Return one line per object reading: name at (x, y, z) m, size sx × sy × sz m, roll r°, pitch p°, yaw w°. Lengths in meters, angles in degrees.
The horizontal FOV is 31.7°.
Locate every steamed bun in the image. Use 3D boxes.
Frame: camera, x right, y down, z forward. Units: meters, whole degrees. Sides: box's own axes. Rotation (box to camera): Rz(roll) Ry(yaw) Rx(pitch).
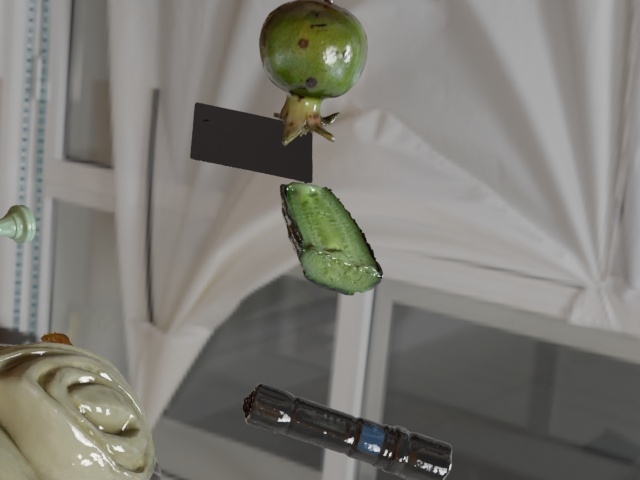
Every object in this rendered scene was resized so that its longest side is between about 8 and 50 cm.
steamed bun at (-0.322, 0.267, 1.310) m, size 0.255 × 0.342 × 0.367 m, roll -25°, pitch -147°, yaw 12°

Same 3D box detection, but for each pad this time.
pad at (-0.143, -0.206, 2.384) m, size 0.265 × 0.159 × 0.009 m, roll 11°, pitch 144°, yaw -14°

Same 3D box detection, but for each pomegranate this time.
pomegranate at (-0.006, -0.216, 1.390) m, size 0.149 × 0.169 × 0.148 m, roll -5°, pitch -155°, yaw 2°

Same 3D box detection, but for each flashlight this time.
flashlight at (0.051, 0.383, 2.209) m, size 0.424 × 0.103 × 0.103 m, roll 19°, pitch -171°, yaw -6°

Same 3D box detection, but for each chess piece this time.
chess piece at (-0.538, -0.021, 1.890) m, size 0.067 × 0.067 × 0.103 m, roll 14°, pitch -161°, yaw 40°

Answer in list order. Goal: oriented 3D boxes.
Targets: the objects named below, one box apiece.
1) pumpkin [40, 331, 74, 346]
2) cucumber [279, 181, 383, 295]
pumpkin at (-0.439, 0.181, 1.877) m, size 0.050 × 0.028 × 0.083 m, roll -3°, pitch -154°, yaw -19°
cucumber at (0.000, 0.000, 1.637) m, size 0.115 × 0.085 × 0.193 m, roll -1°, pitch -128°, yaw -29°
